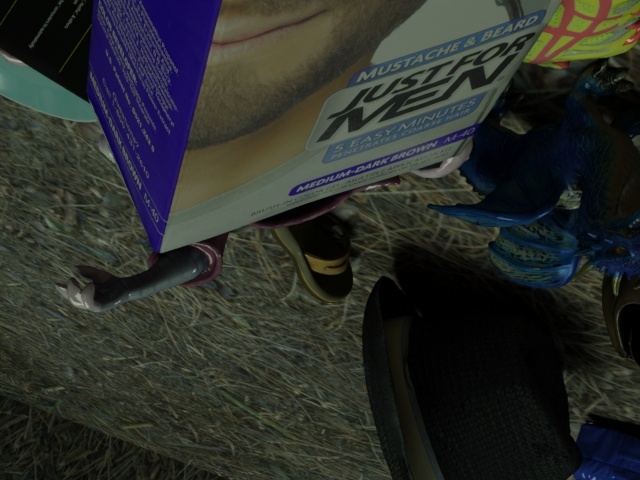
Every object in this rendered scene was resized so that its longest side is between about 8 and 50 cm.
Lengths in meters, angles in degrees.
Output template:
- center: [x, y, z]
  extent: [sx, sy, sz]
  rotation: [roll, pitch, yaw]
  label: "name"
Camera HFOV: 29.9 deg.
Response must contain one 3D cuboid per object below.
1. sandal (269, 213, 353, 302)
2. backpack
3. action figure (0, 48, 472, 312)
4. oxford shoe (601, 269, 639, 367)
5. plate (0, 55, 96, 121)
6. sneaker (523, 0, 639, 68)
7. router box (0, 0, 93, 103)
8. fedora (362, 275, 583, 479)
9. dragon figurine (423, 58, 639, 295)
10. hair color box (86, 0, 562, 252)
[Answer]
- center: [0.000, 0.000, 1.110]
  extent: [0.049, 0.072, 0.180]
  rotation: [-9, 144, 19]
  label: "sandal"
- center: [0.347, 0.264, 1.321]
  extent: [0.120, 0.101, 0.098]
  rotation: [5, 160, 38]
  label: "backpack"
- center: [-0.088, -0.099, 0.872]
  extent: [0.276, 0.248, 0.370]
  rotation: [-17, 177, -9]
  label: "action figure"
- center: [0.252, 0.062, 0.926]
  extent: [0.083, 0.096, 0.227]
  rotation: [17, 160, 14]
  label: "oxford shoe"
- center: [-0.261, -0.164, 1.034]
  extent: [0.188, 0.024, 0.188]
  rotation: [22, 161, 8]
  label: "plate"
- center: [0.142, -0.136, 0.593]
  extent: [0.094, 0.081, 0.208]
  rotation: [23, 168, -17]
  label: "sneaker"
- center: [-0.103, -0.166, 0.632]
  extent: [0.133, 0.179, 0.046]
  rotation: [33, -172, -22]
  label: "router box"
- center: [0.160, 0.168, 1.138]
  extent: [0.153, 0.334, 0.334]
  rotation: [-17, 145, 15]
  label: "fedora"
- center: [0.130, -0.027, 0.763]
  extent: [0.289, 0.144, 0.085]
  rotation: [0, 148, 49]
  label: "dragon figurine"
- center: [0.015, -0.130, 0.491]
  extent: [0.110, 0.185, 0.339]
  rotation: [63, 158, 19]
  label: "hair color box"
